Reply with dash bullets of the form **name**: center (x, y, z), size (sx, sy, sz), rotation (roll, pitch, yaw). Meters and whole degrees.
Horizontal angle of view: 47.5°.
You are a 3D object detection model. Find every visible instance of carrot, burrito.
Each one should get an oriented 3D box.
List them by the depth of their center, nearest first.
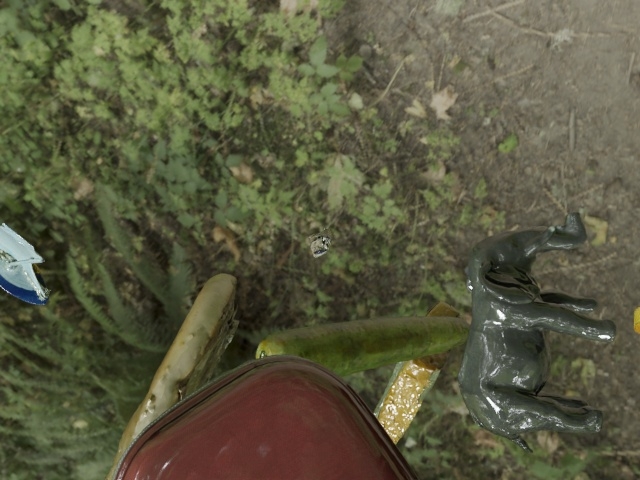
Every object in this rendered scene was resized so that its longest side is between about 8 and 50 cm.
- **carrot**: center (0.078, 0.137, 0.964), size (0.074, 0.359, 0.074), rotation (6, 98, 55)
- **burrito**: center (0.001, 0.002, 1.528), size (0.051, 0.171, 0.042), rotation (-39, 93, 5)

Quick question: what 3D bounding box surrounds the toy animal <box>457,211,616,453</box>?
- **toy animal**: center (0.214, 0.087, 0.733), size (0.146, 0.245, 0.114), rotation (9, 165, 1)

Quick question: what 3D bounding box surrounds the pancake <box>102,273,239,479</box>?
- **pancake**: center (-0.209, 0.234, 1.048), size (0.071, 0.382, 0.382), rotation (24, 134, 1)

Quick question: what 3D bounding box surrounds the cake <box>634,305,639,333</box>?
- **cake**: center (0.548, 0.130, 1.172), size (0.084, 0.044, 0.084), rotation (6, 160, 2)

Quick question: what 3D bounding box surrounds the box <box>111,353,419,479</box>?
- **box**: center (-0.004, 0.305, 0.652), size (0.404, 0.263, 0.108), rotation (56, 160, 4)

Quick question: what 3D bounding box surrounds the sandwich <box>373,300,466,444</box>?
- **sandwich**: center (0.196, 0.259, 1.461), size (0.087, 0.226, 0.251), rotation (32, 131, 14)

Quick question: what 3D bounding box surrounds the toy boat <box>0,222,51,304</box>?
- **toy boat**: center (-0.466, 0.016, 1.069), size (0.220, 0.067, 0.291), rotation (53, 156, -18)
